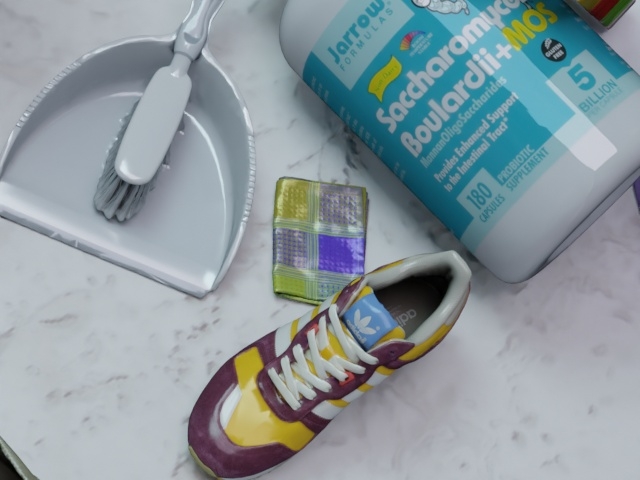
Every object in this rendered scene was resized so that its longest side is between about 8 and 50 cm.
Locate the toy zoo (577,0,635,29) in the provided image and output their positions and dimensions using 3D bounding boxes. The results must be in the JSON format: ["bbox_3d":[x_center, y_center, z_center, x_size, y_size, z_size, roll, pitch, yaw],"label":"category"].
[{"bbox_3d":[0.106,-0.212,1.052,0.192,0.293,0.030,44,102,7],"label":"toy zoo"}]

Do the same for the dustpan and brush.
[{"bbox_3d":[-0.091,-0.089,1.028,0.147,0.060,0.211,23,59,-5],"label":"dustpan and brush"}]

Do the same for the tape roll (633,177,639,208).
[{"bbox_3d":[0.347,-0.049,1.131,0.274,0.090,0.275,7,63,-14],"label":"tape roll"}]

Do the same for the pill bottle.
[{"bbox_3d":[0.076,-0.111,1.043,0.264,0.146,0.146,46,60,9],"label":"pill bottle"}]

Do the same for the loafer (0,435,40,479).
[{"bbox_3d":[-0.231,0.086,0.874,0.268,0.092,0.102,35,59,2],"label":"loafer"}]

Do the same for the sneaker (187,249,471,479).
[{"bbox_3d":[0.004,0.062,0.962,0.185,0.084,0.069,-36,79,-24],"label":"sneaker"}]

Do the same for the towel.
[{"bbox_3d":[0.000,0.000,1.040,0.060,0.009,0.083,11,61,-13],"label":"towel"}]
